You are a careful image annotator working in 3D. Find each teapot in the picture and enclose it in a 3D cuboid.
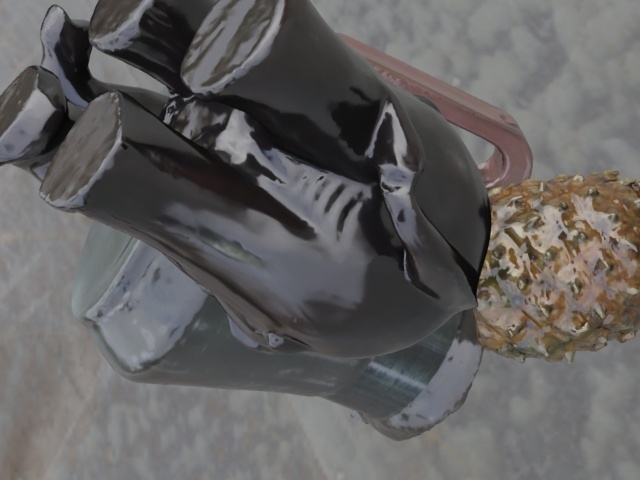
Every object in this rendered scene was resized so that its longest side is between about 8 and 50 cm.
[{"bbox_3d":[0.000,0.000,1.024,0.376,0.361,0.305,-55,24,25],"label":"teapot"}]

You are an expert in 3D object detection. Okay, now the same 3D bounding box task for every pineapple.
[{"bbox_3d":[0.258,0.003,0.803,0.310,0.170,0.141,-13,88,17],"label":"pineapple"}]

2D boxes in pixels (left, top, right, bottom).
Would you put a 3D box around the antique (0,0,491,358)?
[{"bbox_3d":[-0.039,-0.036,0.658,0.322,0.255,0.185,25,85,53],"label":"antique"}]
